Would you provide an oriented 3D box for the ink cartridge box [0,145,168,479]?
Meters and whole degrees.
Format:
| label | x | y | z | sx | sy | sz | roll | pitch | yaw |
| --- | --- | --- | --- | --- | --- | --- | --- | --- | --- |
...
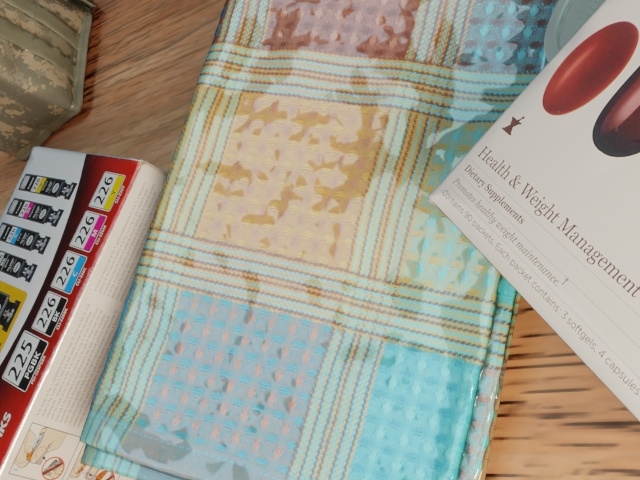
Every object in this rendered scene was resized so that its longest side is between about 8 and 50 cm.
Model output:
| label | x | y | z | sx | sy | sz | roll | pitch | yaw |
| --- | --- | --- | --- | --- | --- | --- | --- | --- | --- |
| ink cartridge box | -0.243 | 0.083 | 0.763 | 0.272 | 0.130 | 0.309 | 11 | 74 | 48 |

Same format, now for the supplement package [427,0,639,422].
| label | x | y | z | sx | sy | sz | roll | pitch | yaw |
| --- | --- | --- | --- | --- | --- | --- | --- | --- | --- |
| supplement package | 0.200 | -0.015 | 0.381 | 0.203 | 0.149 | 0.194 | -49 | 42 | 11 |

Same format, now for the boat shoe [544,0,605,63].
| label | x | y | z | sx | sy | sz | roll | pitch | yaw |
| --- | --- | --- | --- | --- | --- | --- | --- | --- | --- |
| boat shoe | 0.250 | -0.196 | 0.484 | 0.302 | 0.091 | 0.114 | -49 | 42 | 12 |

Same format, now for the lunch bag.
| label | x | y | z | sx | sy | sz | roll | pitch | yaw |
| --- | --- | --- | --- | --- | --- | --- | --- | --- | --- |
| lunch bag | -0.420 | -0.285 | 1.071 | 0.169 | 0.235 | 0.287 | -30 | 49 | 35 |

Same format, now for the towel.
| label | x | y | z | sx | sy | sz | roll | pitch | yaw |
| --- | --- | --- | --- | --- | --- | --- | --- | --- | --- |
| towel | 0.000 | 0.000 | 0.559 | 0.271 | 0.040 | 0.370 | 10 | 78 | 24 |
